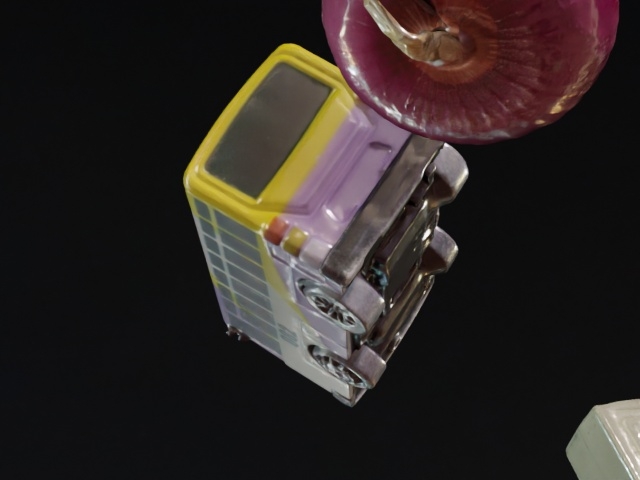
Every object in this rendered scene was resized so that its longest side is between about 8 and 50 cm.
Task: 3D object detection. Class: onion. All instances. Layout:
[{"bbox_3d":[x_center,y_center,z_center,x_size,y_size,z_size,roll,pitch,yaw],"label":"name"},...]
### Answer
[{"bbox_3d":[0.107,-0.158,1.051,0.207,0.200,0.200,-8,-44,-8],"label":"onion"}]

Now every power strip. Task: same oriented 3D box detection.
[{"bbox_3d":[0.187,0.147,0.699,0.075,0.175,0.042,0,-46,-27],"label":"power strip"}]

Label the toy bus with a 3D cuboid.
[{"bbox_3d":[0.000,0.000,1.579,0.249,0.209,0.440,29,-18,14],"label":"toy bus"}]
